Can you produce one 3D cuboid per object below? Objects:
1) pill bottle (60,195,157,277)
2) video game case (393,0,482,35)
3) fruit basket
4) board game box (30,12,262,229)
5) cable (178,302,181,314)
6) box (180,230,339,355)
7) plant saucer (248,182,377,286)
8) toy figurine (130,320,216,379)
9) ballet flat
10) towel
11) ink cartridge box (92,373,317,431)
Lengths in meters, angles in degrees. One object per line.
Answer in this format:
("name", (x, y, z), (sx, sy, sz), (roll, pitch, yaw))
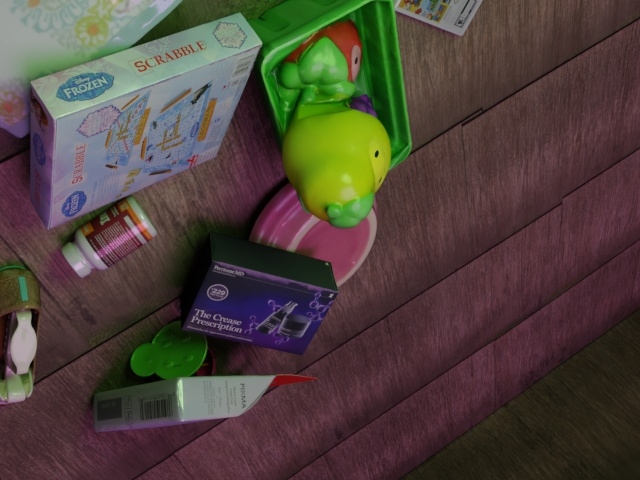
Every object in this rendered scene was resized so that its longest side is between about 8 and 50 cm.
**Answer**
("pill bottle", (-0.369, -0.004, 1.322), (0.152, 0.086, 0.086), (-35, 141, -8))
("video game case", (0.251, -0.509, 1.406), (0.206, 0.026, 0.227), (5, 124, -42))
("fruit basket", (0.036, -0.193, 1.258), (0.283, 0.392, 0.392), (-31, 141, -12))
("board game box", (-0.268, -0.170, 1.123), (0.318, 0.066, 0.319), (-29, 168, -31))
("cable", (-0.204, 0.099, 1.590), (0.150, 0.047, 0.184), (16, 115, -47))
("box", (-0.123, 0.108, 1.494), (0.261, 0.103, 0.184), (15, 120, -21))
("plant saucer", (0.000, 0.000, 1.615), (0.332, 0.084, 0.332), (-27, 139, -26))
("toy figurine", (-0.296, 0.266, 1.638), (0.173, 0.130, 0.159), (-19, 151, 7))
("ballet flat", (-0.546, 0.206, 1.345), (0.116, 0.124, 0.342), (-3, 129, -37))
("towel", (-0.375, -0.336, 0.937), (0.374, 0.090, 0.320), (-38, 130, 12))
("ink cartridge box", (-0.240, 0.351, 1.632), (0.308, 0.091, 0.385), (-19, 159, 41))
